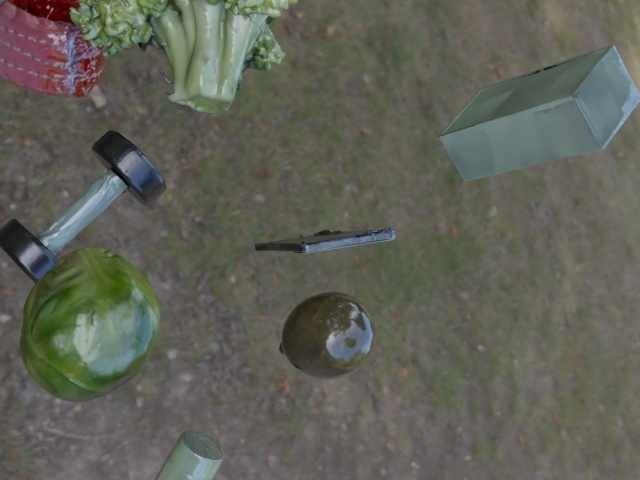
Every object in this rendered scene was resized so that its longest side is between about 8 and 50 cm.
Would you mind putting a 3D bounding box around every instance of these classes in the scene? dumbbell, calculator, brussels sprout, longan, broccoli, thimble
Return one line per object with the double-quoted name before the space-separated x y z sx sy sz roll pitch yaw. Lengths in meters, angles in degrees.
"dumbbell" -0.279 -0.033 1.281 0.191 0.100 0.100 -44 115 -10
"calculator" 0.000 0.000 1.762 0.161 0.262 0.021 -9 93 -19
"brussels sprout" -0.224 0.079 1.055 0.117 0.155 0.155 21 59 -53
"longan" 0.005 0.106 1.205 0.106 0.119 0.106 18 63 -40
"broccoli" -0.143 -0.313 1.514 0.293 0.348 0.280 27 65 -52
"thimble" -0.419 -0.313 1.687 0.163 0.190 0.125 -31 143 -50

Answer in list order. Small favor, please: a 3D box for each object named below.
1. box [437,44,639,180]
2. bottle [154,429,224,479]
"box" 0.284 -0.161 1.438 0.129 0.225 0.086 -47 113 -36
"bottle" -0.211 0.367 1.538 0.072 0.201 0.072 28 14 -8
